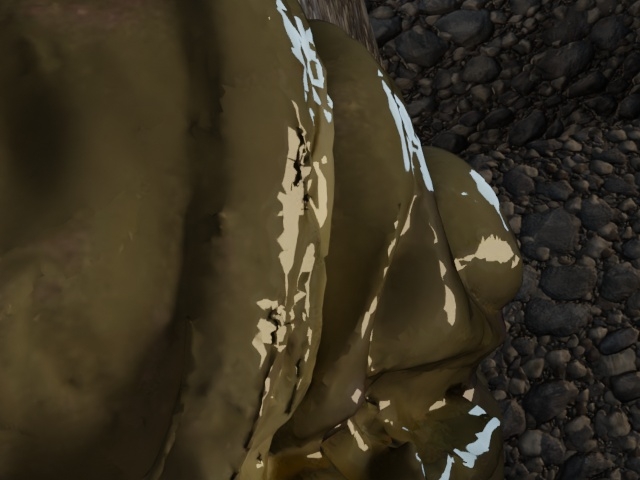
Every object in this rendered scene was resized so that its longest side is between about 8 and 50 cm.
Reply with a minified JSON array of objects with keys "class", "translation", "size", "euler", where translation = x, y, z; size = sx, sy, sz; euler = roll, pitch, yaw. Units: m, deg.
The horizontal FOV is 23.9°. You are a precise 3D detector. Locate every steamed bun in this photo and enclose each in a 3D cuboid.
[{"class":"steamed bun","translation":[-0.036,0.034,0.647],"size":[0.339,0.247,0.352],"euler":[-50,132,-78]}]
